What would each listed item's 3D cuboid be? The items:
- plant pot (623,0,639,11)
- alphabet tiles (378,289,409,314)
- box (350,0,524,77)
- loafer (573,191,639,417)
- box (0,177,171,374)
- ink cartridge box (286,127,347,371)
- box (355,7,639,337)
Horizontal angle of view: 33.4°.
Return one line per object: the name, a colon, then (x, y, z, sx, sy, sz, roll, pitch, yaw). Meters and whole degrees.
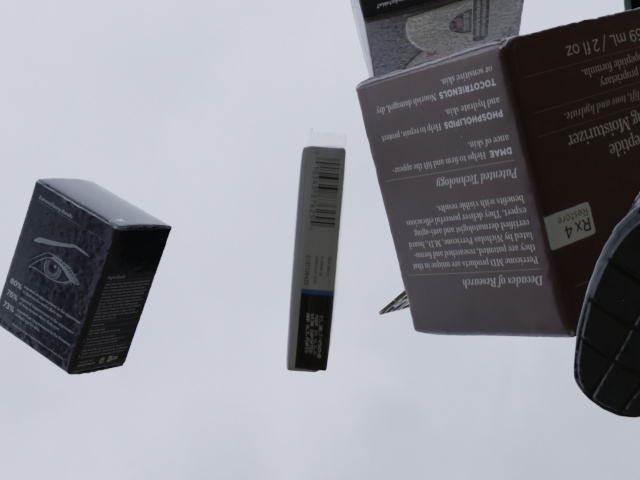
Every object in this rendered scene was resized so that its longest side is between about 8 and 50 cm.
plant pot: (0.471, -0.275, 1.201, 0.272, 0.255, 0.271, 1, -82, 11)
alphabet tiles: (0.227, 0.047, 1.660, 0.237, 0.009, 0.198, -9, -26, -44)
box: (0.115, -0.248, 1.098, 0.163, 0.142, 0.247, -14, -15, 3)
loafer: (0.152, -0.009, 0.417, 0.170, 0.062, 0.061, -64, -13, 13)
box: (-0.305, 0.043, 1.364, 0.108, 0.153, 0.207, -2, -62, -60)
ink cartridge box: (0.000, 0.000, 1.527, 0.072, 0.307, 0.303, 4, -79, 4)
box: (0.158, -0.049, 0.796, 0.168, 0.167, 0.203, -19, -83, -34)
